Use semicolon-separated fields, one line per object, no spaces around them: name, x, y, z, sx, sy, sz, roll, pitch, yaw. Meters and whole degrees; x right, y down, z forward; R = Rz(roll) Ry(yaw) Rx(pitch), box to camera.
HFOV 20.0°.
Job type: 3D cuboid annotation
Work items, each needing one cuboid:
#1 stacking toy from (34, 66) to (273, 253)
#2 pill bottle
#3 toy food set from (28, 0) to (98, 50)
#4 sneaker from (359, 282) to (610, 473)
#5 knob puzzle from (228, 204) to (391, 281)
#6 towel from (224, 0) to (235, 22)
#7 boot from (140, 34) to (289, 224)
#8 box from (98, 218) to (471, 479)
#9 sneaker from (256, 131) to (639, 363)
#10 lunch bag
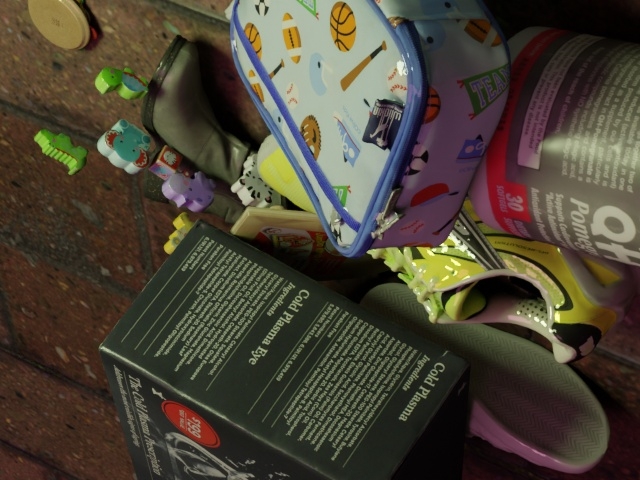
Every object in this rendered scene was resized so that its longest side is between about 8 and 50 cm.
stacking toy;-0.166;-0.071;1.815;0.221;0.052;0.167;34;142;-15
pill bottle;0.288;-0.059;1.427;0.318;0.176;0.176;15;138;32
toy food set;-0.271;-0.233;1.898;0.082;0.020;0.083;16;139;30
sneaker;0.165;0.172;1.878;0.292;0.108;0.169;33;150;22
knob puzzle;0.000;0.000;1.823;0.213;0.030;0.213;0;159;0
towel;0.050;-0.162;1.665;0.285;0.034;0.209;44;146;-6
boot;-0.094;-0.099;1.849;0.161;0.083;0.246;21;145;11
box;-0.029;0.194;1.829;0.312;0.179;0.343;26;153;18
sneaker;0.104;-0.015;1.630;0.385;0.147;0.145;19;148;22
lunch bag;0.030;-0.139;1.468;0.303;0.115;0.243;63;147;34
